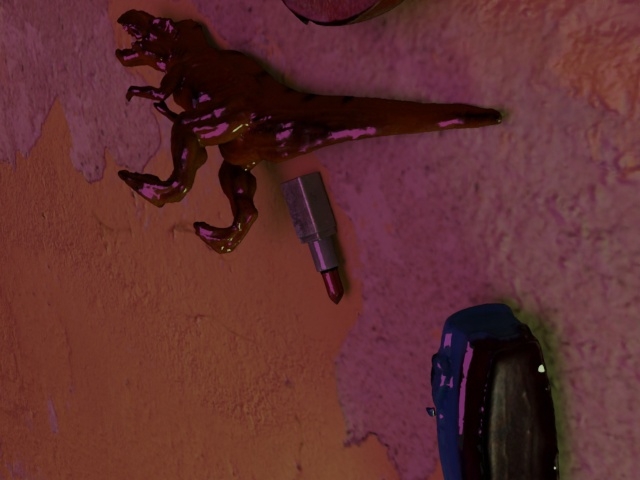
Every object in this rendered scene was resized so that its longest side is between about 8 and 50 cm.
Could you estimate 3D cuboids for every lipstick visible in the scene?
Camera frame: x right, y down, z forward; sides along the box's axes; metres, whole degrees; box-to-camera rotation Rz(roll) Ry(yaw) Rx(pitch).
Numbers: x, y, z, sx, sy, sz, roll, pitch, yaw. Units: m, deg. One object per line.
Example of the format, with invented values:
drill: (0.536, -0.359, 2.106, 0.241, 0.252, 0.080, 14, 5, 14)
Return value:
lipstick: (-0.001, 0.000, 0.652, 0.030, 0.030, 0.129, -15, 95, 44)

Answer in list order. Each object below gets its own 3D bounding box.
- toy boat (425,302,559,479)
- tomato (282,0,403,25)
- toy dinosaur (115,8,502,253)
toy boat: (0.133, 0.161, 0.547, 0.097, 0.100, 0.223, -160, 60, -66)
tomato: (0.030, -0.273, 0.491, 0.224, 0.085, 0.225, 20, 121, 38)
toy dinosaur: (-0.068, -0.089, 0.623, 0.432, 0.097, 0.208, 29, 89, 27)
